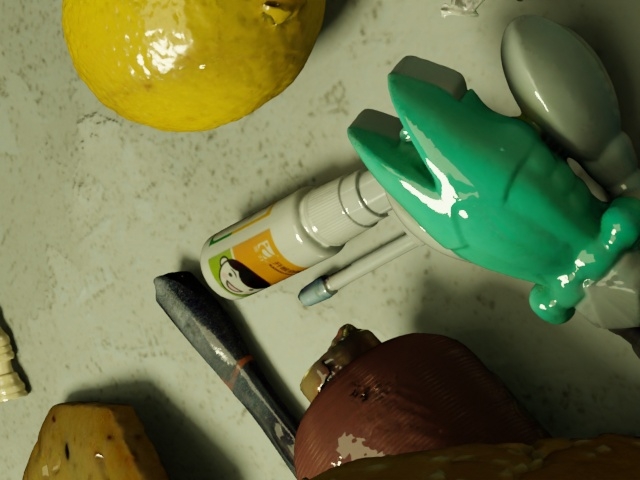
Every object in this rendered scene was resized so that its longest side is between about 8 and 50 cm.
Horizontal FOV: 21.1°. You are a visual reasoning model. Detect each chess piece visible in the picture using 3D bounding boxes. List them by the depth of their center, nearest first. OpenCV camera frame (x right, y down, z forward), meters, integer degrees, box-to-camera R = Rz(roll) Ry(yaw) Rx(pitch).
[{"bbox_3d":[-0.323,0.116,1.735,0.035,0.035,0.092,-15,89,44],"label":"chess piece"}]

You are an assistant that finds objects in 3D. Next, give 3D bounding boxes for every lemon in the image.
[{"bbox_3d":[-0.097,-0.177,1.322,0.257,0.188,0.188,-18,91,45],"label":"lemon"}]

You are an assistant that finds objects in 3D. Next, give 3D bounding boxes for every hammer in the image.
[{"bbox_3d":[-0.053,0.143,1.491,0.290,0.037,0.137,50,129,18],"label":"hammer"}]

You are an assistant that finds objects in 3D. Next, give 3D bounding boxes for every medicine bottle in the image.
[{"bbox_3d":[0.000,0.000,1.386,0.221,0.061,0.092,-27,109,44],"label":"medicine bottle"}]

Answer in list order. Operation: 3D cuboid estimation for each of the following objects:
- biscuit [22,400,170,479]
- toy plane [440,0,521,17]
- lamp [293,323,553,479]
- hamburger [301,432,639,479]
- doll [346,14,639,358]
[{"bbox_3d":[-0.211,0.320,1.621,0.359,0.046,0.359,9,100,57],"label":"biscuit"},{"bbox_3d":[0.138,-0.226,1.176,0.234,0.082,0.160,12,102,24],"label":"toy plane"},{"bbox_3d":[0.083,0.175,1.287,0.258,0.180,0.180,47,130,21],"label":"lamp"},{"bbox_3d":[0.138,0.281,1.062,0.287,0.445,0.268,-139,50,-67],"label":"hamburger"},{"bbox_3d":[0.136,-0.026,1.205,0.195,0.153,0.258,-22,106,26],"label":"doll"}]
